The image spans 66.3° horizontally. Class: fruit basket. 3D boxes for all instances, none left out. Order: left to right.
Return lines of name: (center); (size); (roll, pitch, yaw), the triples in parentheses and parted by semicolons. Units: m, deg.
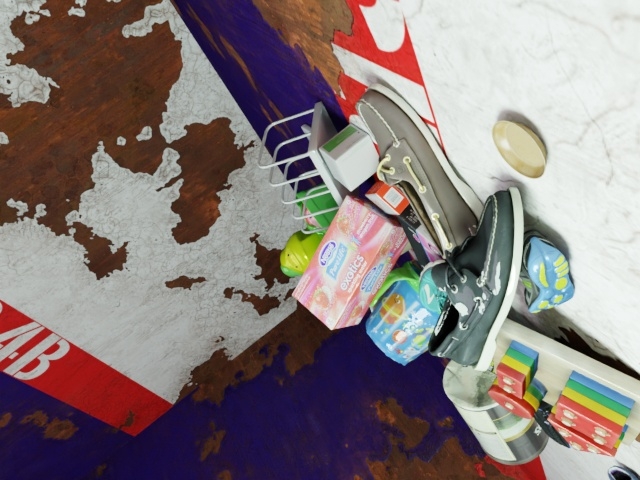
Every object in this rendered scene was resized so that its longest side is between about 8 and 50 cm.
fruit basket: (0.000, 0.000, 1.783); (0.392, 0.392, 0.283); (52, 176, -1)

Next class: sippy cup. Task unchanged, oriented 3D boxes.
sippy cup: (0.254, 0.217, 1.378); (0.305, 0.224, 0.240); (42, -169, 2)

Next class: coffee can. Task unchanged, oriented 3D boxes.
coffee can: (0.483, 0.450, 1.346); (0.275, 0.201, 0.201); (54, 175, -28)

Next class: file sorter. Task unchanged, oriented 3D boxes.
file sorter: (-0.025, -0.179, 1.302); (0.278, 0.172, 0.193); (57, -151, -43)

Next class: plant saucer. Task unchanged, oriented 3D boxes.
plant saucer: (0.238, -0.110, 0.579); (0.083, 0.015, 0.083); (52, 175, 6)

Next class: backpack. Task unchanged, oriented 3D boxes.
backpack: (0.540, 0.401, 1.106); (0.114, 0.084, 0.105); (56, 175, 2)

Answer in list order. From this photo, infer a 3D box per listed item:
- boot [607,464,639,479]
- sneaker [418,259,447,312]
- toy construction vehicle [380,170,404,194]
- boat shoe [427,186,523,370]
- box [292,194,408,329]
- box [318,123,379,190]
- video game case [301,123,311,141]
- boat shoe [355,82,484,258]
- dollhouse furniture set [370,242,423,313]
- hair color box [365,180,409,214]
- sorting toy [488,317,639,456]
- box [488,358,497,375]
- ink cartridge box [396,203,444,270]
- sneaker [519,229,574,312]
boot: (0.665, 0.539, 0.997); (0.086, 0.069, 0.190); (50, 178, -1)
sneaker: (0.255, 0.096, 0.962); (0.106, 0.110, 0.275); (29, 158, 2)
toy construction vehicle: (0.164, -0.129, 1.106); (0.086, 0.035, 0.098); (55, 175, -36)
boat shoe: (0.225, 0.069, 0.752); (0.127, 0.112, 0.340); (-75, -13, -46)
box: (0.080, 0.055, 1.229); (0.154, 0.300, 0.142); (38, -163, 28)
box: (0.071, -0.193, 1.138); (0.087, 0.101, 0.102); (47, 174, 47)
video game case: (0.021, -0.276, 1.563); (0.173, 0.022, 0.190); (56, 174, -37)
boat shoe: (0.158, -0.118, 0.839); (0.324, 0.096, 0.116); (53, 176, -2)
dollhouse furniture set: (0.155, 0.111, 1.529); (0.198, 0.286, 0.304); (48, 163, 52)
hair color box: (0.148, -0.096, 1.096); (0.072, 0.043, 0.141); (41, 180, -7)
sorting toy: (0.409, 0.272, 0.850); (0.257, 0.089, 0.256); (26, 159, 34)
box: (0.399, 0.246, 1.095); (0.216, 0.060, 0.270); (29, 166, 24)
ink cartridge box: (0.303, 0.075, 1.163); (0.371, 0.069, 0.176); (53, 177, -42)
sneaker: (0.326, 0.048, 0.724); (0.188, 0.067, 0.078); (54, -163, -49)
